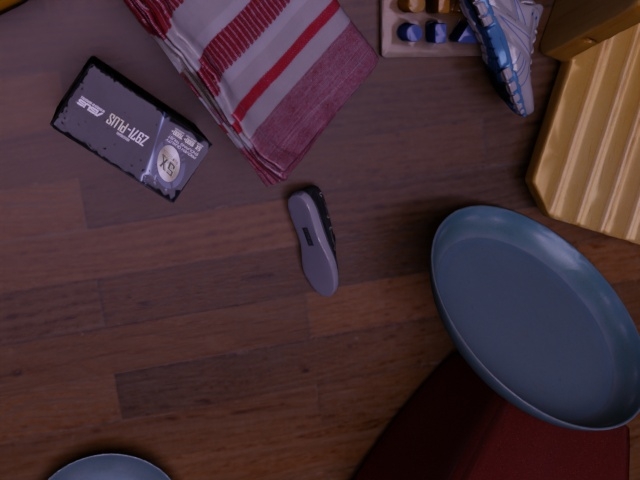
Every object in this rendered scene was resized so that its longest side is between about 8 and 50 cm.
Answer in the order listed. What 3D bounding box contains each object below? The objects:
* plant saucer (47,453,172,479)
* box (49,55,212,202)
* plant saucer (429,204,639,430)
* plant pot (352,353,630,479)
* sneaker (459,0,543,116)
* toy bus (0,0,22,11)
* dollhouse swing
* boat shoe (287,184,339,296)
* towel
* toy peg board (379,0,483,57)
[{"bbox_3d":[-0.268,0.351,1.277,0.195,0.037,0.195,-3,105,-11],"label":"plant saucer"},{"bbox_3d":[-0.206,-0.124,1.095,0.147,0.180,0.077,33,94,-18],"label":"box"},{"bbox_3d":[0.254,0.094,1.209,0.318,0.317,0.043,25,132,-16],"label":"plant saucer"},{"bbox_3d":[0.229,0.291,1.261,0.267,0.267,0.235,26,85,-16],"label":"plant pot"},{"bbox_3d":[0.226,-0.231,1.163,0.083,0.071,0.190,-29,122,-4],"label":"sneaker"},{"bbox_3d":[-0.367,-0.278,1.050,0.333,0.130,0.108,-28,107,-4],"label":"toy bus"},{"bbox_3d":[0.455,-0.159,1.179,0.347,0.315,0.305,16,80,-15],"label":"dollhouse swing"},{"bbox_3d":[0.000,0.000,1.241,0.040,0.049,0.142,-36,119,-42],"label":"boat shoe"},{"bbox_3d":[-0.079,-0.253,1.084,0.329,0.037,0.237,52,54,-25],"label":"towel"},{"bbox_3d":[0.156,-0.294,1.181,0.161,0.079,0.160,-3,104,-10],"label":"toy peg board"}]
